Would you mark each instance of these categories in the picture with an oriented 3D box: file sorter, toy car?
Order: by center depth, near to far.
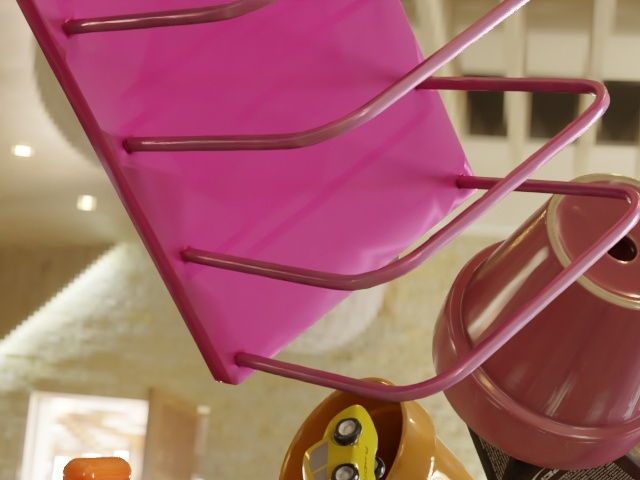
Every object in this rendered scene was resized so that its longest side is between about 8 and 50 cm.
[{"bbox_3d":[0.009,-0.092,0.831,0.202,0.291,0.182,-38,25,-28],"label":"file sorter"},{"bbox_3d":[0.014,0.261,1.248,0.053,0.225,0.239,-11,12,18],"label":"toy car"}]

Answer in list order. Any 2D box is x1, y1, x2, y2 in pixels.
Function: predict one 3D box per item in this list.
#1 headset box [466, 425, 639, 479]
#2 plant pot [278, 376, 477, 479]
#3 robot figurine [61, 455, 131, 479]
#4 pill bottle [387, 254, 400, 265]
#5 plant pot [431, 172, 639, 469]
[{"bbox_3d":[0.263,0.206,1.568,0.110,0.218,0.293,-42,-59,16],"label":"headset box"},{"bbox_3d":[0.086,0.291,1.948,0.188,0.205,0.205,36,-28,-30],"label":"plant pot"},{"bbox_3d":[-0.153,0.251,1.283,0.158,0.128,0.219,38,-9,17],"label":"robot figurine"},{"bbox_3d":[0.000,0.000,1.520,0.137,0.078,0.078,0,-11,-7],"label":"pill bottle"},{"bbox_3d":[0.208,0.052,1.319,0.201,0.201,0.180,7,-38,-13],"label":"plant pot"}]
